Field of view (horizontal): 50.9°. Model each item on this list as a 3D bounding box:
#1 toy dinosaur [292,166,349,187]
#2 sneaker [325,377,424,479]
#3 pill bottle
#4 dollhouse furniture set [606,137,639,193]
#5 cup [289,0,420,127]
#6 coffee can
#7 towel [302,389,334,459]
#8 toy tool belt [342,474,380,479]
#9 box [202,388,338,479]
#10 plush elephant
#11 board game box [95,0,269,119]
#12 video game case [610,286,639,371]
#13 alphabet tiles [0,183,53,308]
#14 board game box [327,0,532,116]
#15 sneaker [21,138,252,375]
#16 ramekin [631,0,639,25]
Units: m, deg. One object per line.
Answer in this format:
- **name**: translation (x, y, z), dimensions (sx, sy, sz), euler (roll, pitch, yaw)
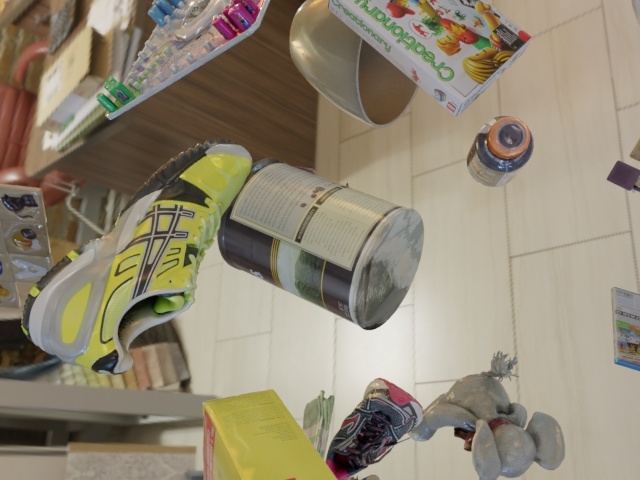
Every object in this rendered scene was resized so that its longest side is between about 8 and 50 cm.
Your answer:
- **toy dinosaur**: translation (-0.021, -0.134, 1.854), dimensions (0.200, 0.295, 0.127), euler (-5, 54, 38)
- **sneaker**: translation (0.099, 0.371, 1.287), dimensions (0.120, 0.112, 0.299), euler (35, 137, 10)
- **pill bottle**: translation (0.414, -0.208, 1.547), dimensions (0.130, 0.246, 0.131), euler (-1, 83, 6)
- **dollhouse furniture set**: translation (0.528, -0.120, 1.061), dimensions (0.091, 0.081, 0.114), euler (33, 103, 29)
- **cup**: translation (0.071, -0.440, 1.503), dimensions (0.236, 0.331, 0.331), euler (20, 90, 28)
- **coffee can**: translation (0.000, 0.000, 1.093), dimensions (0.275, 0.201, 0.202), euler (23, 92, 30)
- **towel**: translation (-0.039, 0.451, 1.230), dimensions (0.248, 0.038, 0.325), euler (115, 168, -67)
- **toy tool belt**: translation (0.071, 0.464, 1.252), dimensions (0.051, 0.083, 0.052), euler (121, 145, -58)
- **box**: translation (-0.017, 0.183, 0.404), dimensions (0.232, 0.058, 0.088), euler (-142, 52, -61)
- **plush elephant**: translation (0.395, 0.451, 1.543), dimensions (0.256, 0.271, 0.330), euler (-100, 24, -44)
- **board game box**: translation (-0.238, -0.441, 1.297), dimensions (0.389, 0.050, 0.390), euler (-20, 41, 32)
- **video game case**: translation (0.614, 0.175, 1.280), dimensions (0.015, 0.119, 0.166), euler (110, 177, -54)
- **alphabet tiles**: translation (-0.536, -0.020, 0.894), dimensions (0.011, 0.342, 0.285), euler (-89, 7, -49)
- **board game box**: translation (0.188, -0.378, 1.171), dimensions (0.305, 0.053, 0.193), euler (43, 72, 11)
- **sneaker**: translation (-0.207, 0.020, 0.908), dimensions (0.147, 0.145, 0.385), euler (32, 65, 14)
- **ramekin**: translation (0.411, -0.245, 0.618), dimensions (0.207, 0.207, 0.109), euler (-43, 26, 26)
